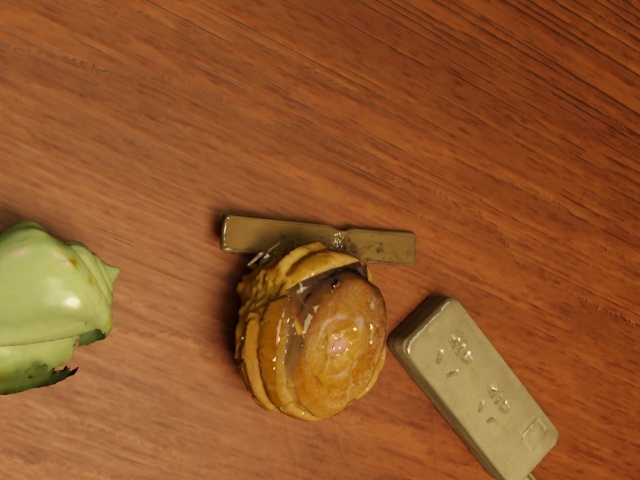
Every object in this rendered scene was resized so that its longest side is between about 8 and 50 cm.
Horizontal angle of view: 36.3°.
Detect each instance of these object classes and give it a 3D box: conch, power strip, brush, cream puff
[{"bbox_3d":[-0.302,0.085,0.906,0.250,0.143,0.137,-38,78,-2],"label":"conch"},{"bbox_3d":[0.196,0.196,1.155,0.093,0.053,0.288,-44,106,-17],"label":"power strip"},{"bbox_3d":[0.000,0.000,1.080,0.248,0.036,0.043,4,94,-30],"label":"brush"},{"bbox_3d":[-0.019,0.091,1.016,0.189,0.129,0.189,-12,106,-46],"label":"cream puff"}]
